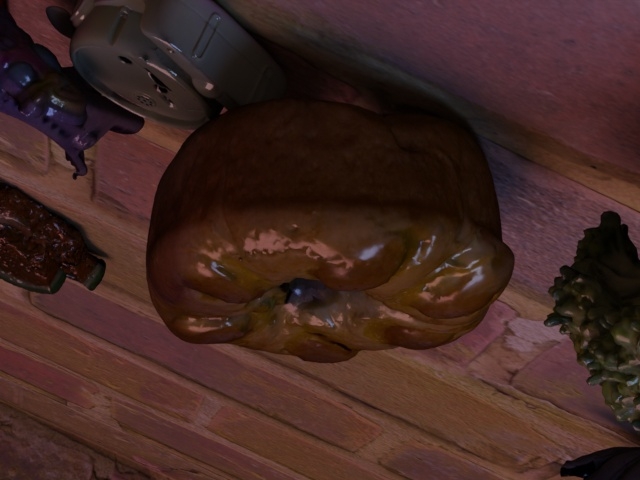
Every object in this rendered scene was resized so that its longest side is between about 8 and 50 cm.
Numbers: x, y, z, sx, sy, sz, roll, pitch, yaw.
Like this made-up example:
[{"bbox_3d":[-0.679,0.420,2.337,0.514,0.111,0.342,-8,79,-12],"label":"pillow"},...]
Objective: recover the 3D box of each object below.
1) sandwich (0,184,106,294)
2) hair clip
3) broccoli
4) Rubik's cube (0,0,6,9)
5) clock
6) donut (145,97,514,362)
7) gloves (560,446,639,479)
[{"bbox_3d":[-0.370,0.002,2.030,0.235,0.079,0.159,33,160,-24],"label":"sandwich"},{"bbox_3d":[-0.235,-0.129,1.375,0.137,0.090,0.278,54,-174,19],"label":"hair clip"},{"bbox_3d":[0.287,0.037,1.068,0.288,0.235,0.260,-21,148,13],"label":"broccoli"},{"bbox_3d":[-0.397,-0.218,1.443,0.234,0.284,0.250,36,-162,5],"label":"Rubik's cube"},{"bbox_3d":[-0.131,-0.145,1.334,0.191,0.062,0.151,7,156,44],"label":"clock"},{"bbox_3d":[0.000,0.000,1.327,0.317,0.150,0.299,-12,160,37],"label":"donut"},{"bbox_3d":[0.391,0.285,1.811,0.285,0.119,0.142,14,153,-12],"label":"gloves"}]
